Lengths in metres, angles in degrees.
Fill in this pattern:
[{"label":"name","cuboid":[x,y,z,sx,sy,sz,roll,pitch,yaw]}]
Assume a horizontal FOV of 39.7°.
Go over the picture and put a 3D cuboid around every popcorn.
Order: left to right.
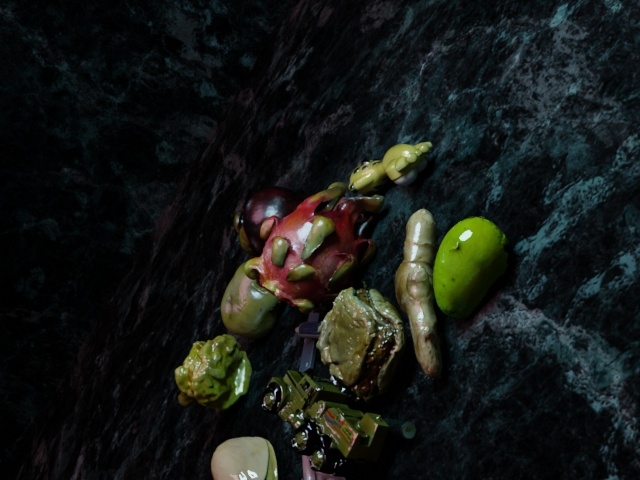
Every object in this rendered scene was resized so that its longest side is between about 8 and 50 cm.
[{"label":"popcorn","cuboid":[-0.262,0.324,2.174,0.156,0.197,0.197,7,68,36]}]

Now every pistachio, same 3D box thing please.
[{"label":"pistachio","cuboid":[-0.158,0.479,1.857,0.145,0.117,0.200,-59,23,-5]}]

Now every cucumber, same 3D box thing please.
[{"label":"cucumber","cuboid":[0.118,0.328,1.542,0.133,0.032,0.032,-19,48,61]}]

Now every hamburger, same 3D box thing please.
[{"label":"hamburger","cuboid":[0.093,0.185,1.655,0.206,0.130,0.183,52,128,52]}]

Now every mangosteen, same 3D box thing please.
[{"label":"mangosteen","cuboid":[-0.115,-0.037,2.230,0.210,0.210,0.210,-47,27,33]}]

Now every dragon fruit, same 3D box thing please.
[{"label":"dragon fruit","cuboid":[-0.006,0.013,1.923,0.307,0.227,0.243,-32,-25,-47]}]

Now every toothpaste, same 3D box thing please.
[{"label":"toothpaste","cuboid":[0.009,0.194,1.912,0.197,0.035,0.057,-6,56,50]}]

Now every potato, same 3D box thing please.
[{"label":"potato","cuboid":[-0.167,0.145,2.224,0.200,0.137,0.154,-66,17,5]}]

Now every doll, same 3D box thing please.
[{"label":"doll","cuboid":[0.149,-0.155,1.943,0.117,0.086,0.291,-43,11,-26]}]

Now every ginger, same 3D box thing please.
[{"label":"ginger","cuboid":[0.178,0.095,1.584,0.333,0.081,0.148,-88,15,-47]}]

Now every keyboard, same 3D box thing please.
[{"label":"keyboard","cuboid":[-0.020,0.218,1.987,0.055,0.014,0.176,-38,32,47]}]

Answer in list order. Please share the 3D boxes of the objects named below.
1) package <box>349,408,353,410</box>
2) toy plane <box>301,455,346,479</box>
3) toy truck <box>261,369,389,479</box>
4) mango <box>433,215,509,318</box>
[{"label":"package","cuboid":[0.037,0.347,1.671,0.131,0.047,0.071,17,82,48]},{"label":"toy plane","cuboid":[-0.015,0.462,1.645,0.226,0.058,0.226,-50,22,36]},{"label":"toy truck","cuboid":[0.007,0.314,1.583,0.257,0.127,0.127,33,102,50]},{"label":"mango","cuboid":[0.245,0.045,1.498,0.119,0.100,0.178,41,113,63]}]
